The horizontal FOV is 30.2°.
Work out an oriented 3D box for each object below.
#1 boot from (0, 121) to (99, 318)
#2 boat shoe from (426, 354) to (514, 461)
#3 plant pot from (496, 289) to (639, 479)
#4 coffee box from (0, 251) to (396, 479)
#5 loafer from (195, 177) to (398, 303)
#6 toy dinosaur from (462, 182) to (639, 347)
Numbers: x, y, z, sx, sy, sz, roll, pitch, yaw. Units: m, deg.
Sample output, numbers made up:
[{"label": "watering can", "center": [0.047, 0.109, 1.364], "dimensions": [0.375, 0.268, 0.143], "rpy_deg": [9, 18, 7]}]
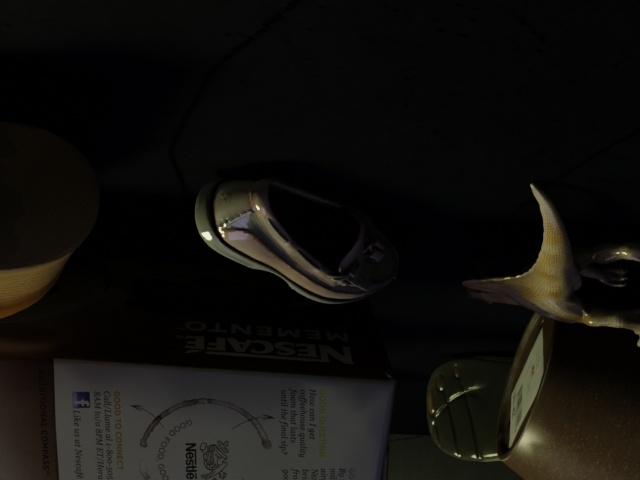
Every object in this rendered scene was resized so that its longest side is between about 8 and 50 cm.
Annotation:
[{"label": "boot", "center": [-0.238, -0.001, 0.431], "dimensions": [0.295, 0.104, 0.211], "rpy_deg": [4, 169, -26]}, {"label": "boat shoe", "center": [0.249, 0.154, 1.077], "dimensions": [0.120, 0.123, 0.324], "rpy_deg": [7, 177, -45]}, {"label": "plant pot", "center": [0.232, 0.118, 0.718], "dimensions": [0.230, 0.215, 0.215], "rpy_deg": [17, 168, 0]}, {"label": "coffee box", "center": [-0.118, 0.086, 0.644], "dimensions": [0.297, 0.119, 0.168], "rpy_deg": [4, -164, -5]}, {"label": "loafer", "center": [0.000, 0.000, 0.534], "dimensions": [0.039, 0.045, 0.125], "rpy_deg": [-15, 157, 38]}, {"label": "toy dinosaur", "center": [0.117, 0.021, 0.579], "dimensions": [0.092, 0.053, 0.183], "rpy_deg": [5, 168, -3]}]
